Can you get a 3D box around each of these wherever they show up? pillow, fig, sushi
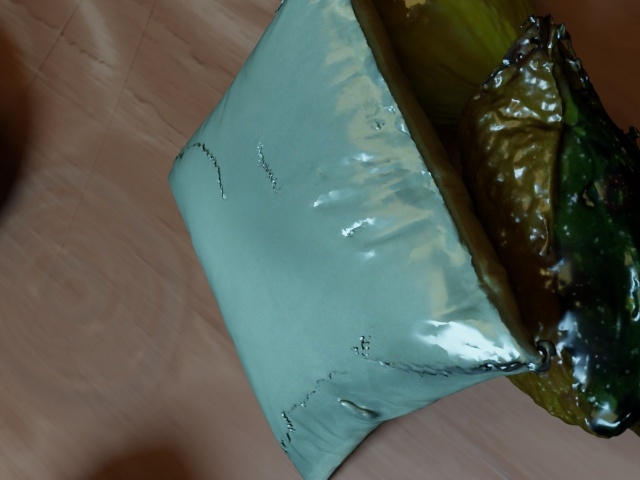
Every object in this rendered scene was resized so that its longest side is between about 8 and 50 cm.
[{"bbox_3d":[0.000,0.000,0.697,0.312,0.119,0.310,-44,68,51],"label":"pillow"},{"bbox_3d":[0.114,-0.127,0.726,0.257,0.159,0.159,45,100,7],"label":"fig"},{"bbox_3d":[0.182,-0.002,0.644,0.140,0.149,0.287,2,101,57],"label":"sushi"}]
